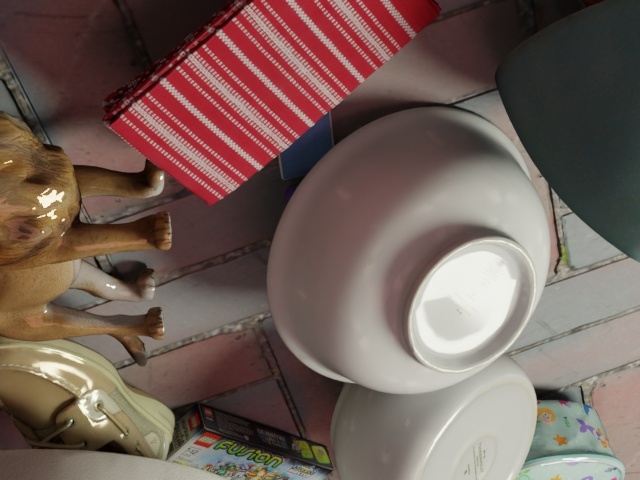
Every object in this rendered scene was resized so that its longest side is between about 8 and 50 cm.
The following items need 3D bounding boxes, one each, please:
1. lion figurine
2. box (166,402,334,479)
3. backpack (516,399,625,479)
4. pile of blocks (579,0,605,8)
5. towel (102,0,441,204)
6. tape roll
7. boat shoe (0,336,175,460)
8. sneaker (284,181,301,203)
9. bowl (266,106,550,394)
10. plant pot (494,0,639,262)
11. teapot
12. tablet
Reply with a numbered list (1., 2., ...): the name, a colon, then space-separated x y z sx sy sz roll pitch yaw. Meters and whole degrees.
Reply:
1. lion figurine: -0.259 0.013 1.551 0.240 0.142 0.392 -3 143 -9
2. box: -0.096 0.254 1.982 0.207 0.036 0.114 24 125 -40
3. backpack: 0.241 0.309 2.080 0.225 0.191 0.254 2 132 -23
4. pile of blocks: 0.358 -0.284 1.470 0.362 0.113 0.149 -20 142 1
5. towel: -0.036 -0.154 1.466 0.275 0.031 0.199 -40 148 7
6. tape roll: -0.260 0.306 1.837 0.391 0.072 0.392 1 157 0
7. boat shoe: -0.249 0.180 1.762 0.109 0.098 0.302 -13 149 25
8. sneaker: 0.000 0.000 1.714 0.071 0.068 0.170 -6 133 6
9. bowl: 0.109 0.034 1.644 0.297 0.134 0.298 -14 122 -24
10. plant pot: 0.318 -0.091 1.531 0.290 0.195 0.290 -13 167 -3
11. teapot: 0.100 0.201 1.891 0.252 0.187 0.256 8 107 -52
12. tablet: -0.014 -0.090 1.630 0.054 0.006 0.083 -14 140 -6
